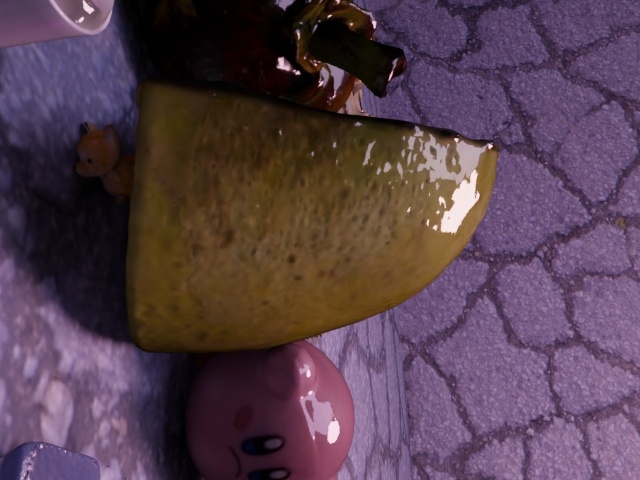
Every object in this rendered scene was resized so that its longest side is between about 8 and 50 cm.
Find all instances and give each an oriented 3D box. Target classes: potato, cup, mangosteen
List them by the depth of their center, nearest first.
[{"bbox_3d":[-0.176,-0.151,0.341,0.074,0.116,0.104,62,24,-55],"label":"cup"},{"bbox_3d":[0.000,0.000,0.556,0.330,0.280,0.213,-133,-131,-84],"label":"potato"},{"bbox_3d":[-0.036,-0.222,0.638,0.231,0.289,0.231,-33,132,-48],"label":"mangosteen"}]

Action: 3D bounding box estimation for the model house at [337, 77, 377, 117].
[{"bbox_3d":[0.017,-0.176,1.112,0.271,0.178,0.206,-50,132,-78],"label":"model house"}]

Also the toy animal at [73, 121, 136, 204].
[{"bbox_3d":[-0.160,-0.068,0.507,0.081,0.060,0.083,-43,138,-25],"label":"toy animal"}]

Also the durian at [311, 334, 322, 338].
[{"bbox_3d":[-0.037,0.024,0.752,0.146,0.159,0.198,71,15,-59],"label":"durian"}]

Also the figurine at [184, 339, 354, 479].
[{"bbox_3d":[-0.047,0.173,0.602,0.173,0.173,0.173,-8,90,-78],"label":"figurine"}]

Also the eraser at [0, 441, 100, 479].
[{"bbox_3d":[-0.166,0.228,0.330,0.082,0.036,0.225,60,26,-59],"label":"eraser"}]
